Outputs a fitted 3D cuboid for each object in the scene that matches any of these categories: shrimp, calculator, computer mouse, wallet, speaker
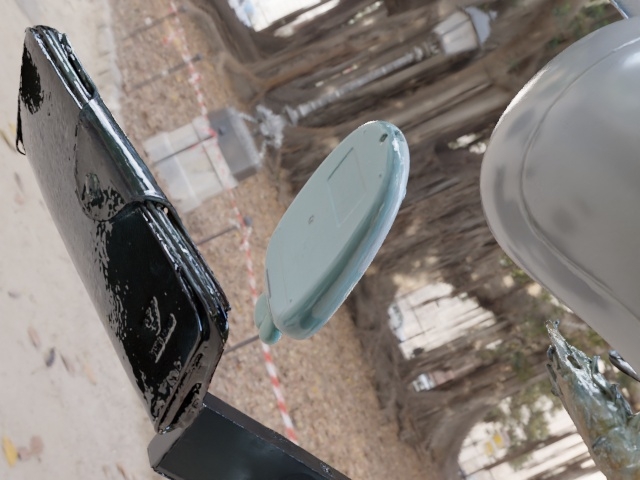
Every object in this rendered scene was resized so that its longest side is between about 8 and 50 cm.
[{"bbox_3d":[0.305,0.157,0.798,0.048,0.126,0.223,14,38,-40],"label":"shrimp"},{"bbox_3d":[0.000,0.000,0.841,0.042,0.295,0.184,22,31,-25],"label":"calculator"},{"bbox_3d":[0.222,0.008,0.399,0.297,0.184,0.121,50,5,10],"label":"computer mouse"},{"bbox_3d":[-0.169,-0.015,0.616,0.318,0.045,0.172,57,-37,24],"label":"wallet"},{"bbox_3d":[-0.059,0.235,0.777,0.218,0.082,0.044,38,1,-24],"label":"speaker"}]

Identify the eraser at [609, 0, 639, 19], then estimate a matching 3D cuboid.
[{"bbox_3d":[0.208,-0.263,0.541,0.287,0.130,0.086,23,52,-43],"label":"eraser"}]
